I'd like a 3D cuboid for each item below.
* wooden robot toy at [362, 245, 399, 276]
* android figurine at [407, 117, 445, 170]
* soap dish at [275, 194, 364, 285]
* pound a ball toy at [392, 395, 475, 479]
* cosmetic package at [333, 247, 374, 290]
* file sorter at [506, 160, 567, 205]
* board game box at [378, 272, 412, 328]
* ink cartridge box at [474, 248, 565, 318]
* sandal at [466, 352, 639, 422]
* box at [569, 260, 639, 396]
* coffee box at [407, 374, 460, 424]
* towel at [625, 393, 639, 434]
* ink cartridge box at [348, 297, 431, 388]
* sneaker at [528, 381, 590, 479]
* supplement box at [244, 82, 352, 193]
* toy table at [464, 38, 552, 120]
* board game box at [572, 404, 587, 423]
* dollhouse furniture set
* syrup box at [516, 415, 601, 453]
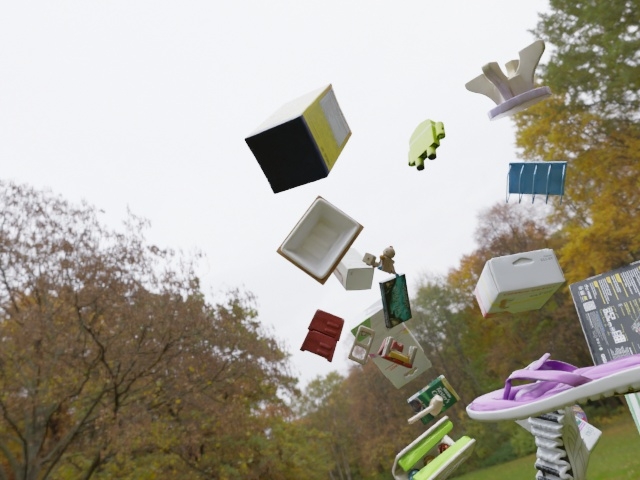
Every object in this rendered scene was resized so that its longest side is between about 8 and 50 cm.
[{"bbox_3d":[0.176,0.046,1.146,0.173,0.076,0.078,24,-91,-46],"label":"wooden robot toy"},{"bbox_3d":[0.497,-0.466,1.928,0.056,0.272,0.248,19,-38,-20],"label":"android figurine"},{"bbox_3d":[0.000,0.000,1.606,0.290,0.229,0.118,-54,-5,-12],"label":"soap dish"},{"bbox_3d":[0.378,0.718,1.408,0.319,0.208,0.135,-18,-54,-34],"label":"pound a ball toy"},{"bbox_3d":[0.161,0.148,2.162,0.153,0.296,0.129,0,-71,-15],"label":"cosmetic package"},{"bbox_3d":[0.707,-0.186,1.330,0.171,0.104,0.118,6,-54,31],"label":"file sorter"},{"bbox_3d":[0.291,0.232,1.558,0.126,0.186,0.026,-17,10,-33],"label":"board game box"},{"bbox_3d":[0.890,0.209,1.844,0.280,0.160,0.384,-12,-29,7],"label":"ink cartridge box"},{"bbox_3d":[0.509,0.289,0.865,0.417,0.102,0.169,-17,-16,6],"label":"sandal"},{"bbox_3d":[0.828,0.212,1.041,0.079,0.321,0.257,38,-49,-26],"label":"box"},{"bbox_3d":[0.463,0.651,1.650,0.184,0.113,0.040,-34,-8,0],"label":"coffee box"},{"bbox_3d":[1.021,0.500,1.080,0.325,0.248,0.038,11,-63,17],"label":"towel"},{"bbox_3d":[0.311,0.458,1.803,0.207,0.353,0.119,-36,8,5],"label":"ink cartridge box"},{"bbox_3d":[0.605,0.489,1.015,0.119,0.291,0.110,1,-7,-16],"label":"sneaker"},{"bbox_3d":[-0.054,-0.331,1.282,0.196,0.356,0.194,-13,-61,27],"label":"supplement box"},{"bbox_3d":[0.602,-0.491,1.279,0.252,0.160,0.274,-22,2,37],"label":"toy table"},{"bbox_3d":[0.970,0.716,1.615,0.169,0.133,0.033,4,-20,32],"label":"board game box"},{"bbox_3d":[0.124,0.381,1.424,0.375,0.152,0.201,21,-13,6],"label":"dollhouse furniture set"},{"bbox_3d":[0.746,0.590,1.294,0.093,0.237,0.096,-31,-52,-28],"label":"syrup box"}]
